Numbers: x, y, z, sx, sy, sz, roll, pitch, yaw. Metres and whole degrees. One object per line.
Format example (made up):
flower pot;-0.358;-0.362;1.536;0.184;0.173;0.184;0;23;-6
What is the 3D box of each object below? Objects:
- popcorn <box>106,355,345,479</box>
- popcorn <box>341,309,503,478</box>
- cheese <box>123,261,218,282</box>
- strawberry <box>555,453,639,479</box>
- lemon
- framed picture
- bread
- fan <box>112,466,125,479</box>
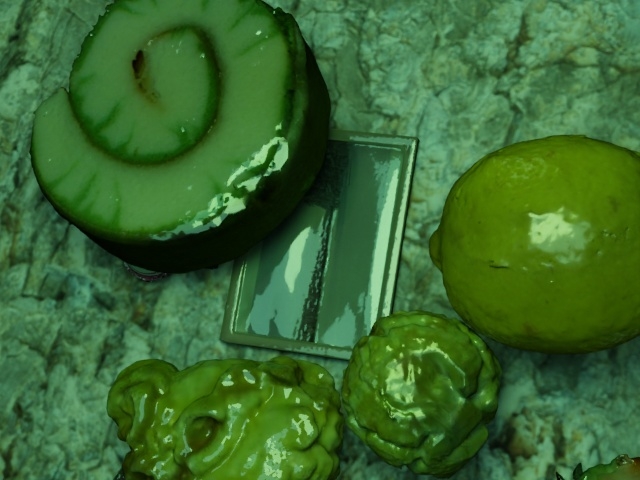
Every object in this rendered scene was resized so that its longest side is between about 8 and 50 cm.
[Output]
popcorn;-0.112;0.248;1.624;0.286;0.173;0.225;-1;65;11
popcorn;0.119;0.186;1.603;0.198;0.212;0.198;-16;47;18
cheese;-0.195;0.008;1.769;0.145;0.038;0.095;6;81;15
strawberry;0.357;0.314;1.560;0.192;0.085;0.140;6;38;1
lemon;0.268;0.005;1.561;0.284;0.260;0.260;21;85;12
framed picture;0.000;0.000;1.739;0.213;0.016;0.289;8;81;14
bread;-0.181;-0.144;1.732;0.382;0.129;0.366;-15;67;10
fan;-0.148;0.327;1.716;0.223;0.012;0.294;36;89;18
